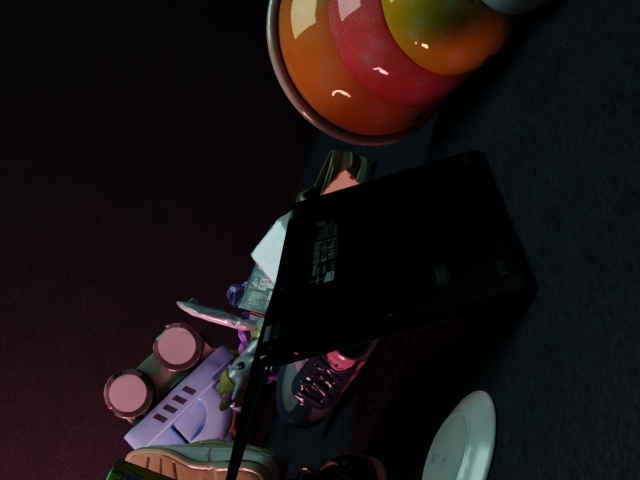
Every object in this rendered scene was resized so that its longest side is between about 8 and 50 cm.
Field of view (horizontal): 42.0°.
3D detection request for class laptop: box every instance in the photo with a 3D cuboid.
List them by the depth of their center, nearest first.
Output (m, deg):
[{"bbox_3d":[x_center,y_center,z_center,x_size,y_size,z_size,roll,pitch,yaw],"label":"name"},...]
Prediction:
[{"bbox_3d":[0.041,0.112,0.983,0.382,0.407,0.237,-84,-24,-64],"label":"laptop"}]

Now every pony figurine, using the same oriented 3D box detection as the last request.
[{"bbox_3d":[-0.117,0.167,1.728,0.364,0.302,0.351,-53,15,-5],"label":"pony figurine"}]

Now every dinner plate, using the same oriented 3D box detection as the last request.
[{"bbox_3d":[0.118,0.200,0.750,0.141,0.017,0.141,-157,90,-84],"label":"dinner plate"}]

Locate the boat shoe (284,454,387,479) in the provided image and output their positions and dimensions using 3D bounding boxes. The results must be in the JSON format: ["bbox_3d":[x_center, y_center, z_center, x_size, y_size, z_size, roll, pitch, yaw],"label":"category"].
[{"bbox_3d":[0.004,0.298,0.896,0.340,0.113,0.127,-133,65,-82],"label":"boat shoe"}]

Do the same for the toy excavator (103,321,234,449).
[{"bbox_3d":[-0.296,0.463,1.848,0.433,0.445,0.222,-44,-5,-10],"label":"toy excavator"}]

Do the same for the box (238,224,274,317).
[{"bbox_3d":[-0.031,0.071,1.539,0.220,0.051,0.175,9,72,37],"label":"box"}]

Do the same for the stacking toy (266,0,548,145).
[{"bbox_3d":[0.159,-0.329,1.182,0.480,0.350,0.351,1,67,64],"label":"stacking toy"}]

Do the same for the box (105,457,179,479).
[{"bbox_3d":[-0.243,0.529,1.304,0.177,0.289,0.279,142,151,-75],"label":"box"}]

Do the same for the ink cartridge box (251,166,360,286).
[{"bbox_3d":[0.000,0.000,1.464,0.232,0.066,0.189,-54,47,15],"label":"ink cartridge box"}]

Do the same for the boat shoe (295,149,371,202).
[{"bbox_3d":[-0.007,-0.072,1.913,0.324,0.116,0.123,-59,20,19],"label":"boat shoe"}]

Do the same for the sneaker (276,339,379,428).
[{"bbox_3d":[0.013,0.168,1.222,0.131,0.112,0.319,-81,14,-68],"label":"sneaker"}]

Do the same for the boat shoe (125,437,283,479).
[{"bbox_3d":[-0.212,0.424,1.530,0.103,0.302,0.113,-24,-66,-65],"label":"boat shoe"}]

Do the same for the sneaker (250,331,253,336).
[{"bbox_3d":[-0.110,0.136,2.003,0.331,0.122,0.146,123,139,-50],"label":"sneaker"}]

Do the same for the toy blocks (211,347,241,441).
[{"bbox_3d":[-0.234,0.419,2.133,0.381,0.190,0.261,149,131,-74],"label":"toy blocks"}]
